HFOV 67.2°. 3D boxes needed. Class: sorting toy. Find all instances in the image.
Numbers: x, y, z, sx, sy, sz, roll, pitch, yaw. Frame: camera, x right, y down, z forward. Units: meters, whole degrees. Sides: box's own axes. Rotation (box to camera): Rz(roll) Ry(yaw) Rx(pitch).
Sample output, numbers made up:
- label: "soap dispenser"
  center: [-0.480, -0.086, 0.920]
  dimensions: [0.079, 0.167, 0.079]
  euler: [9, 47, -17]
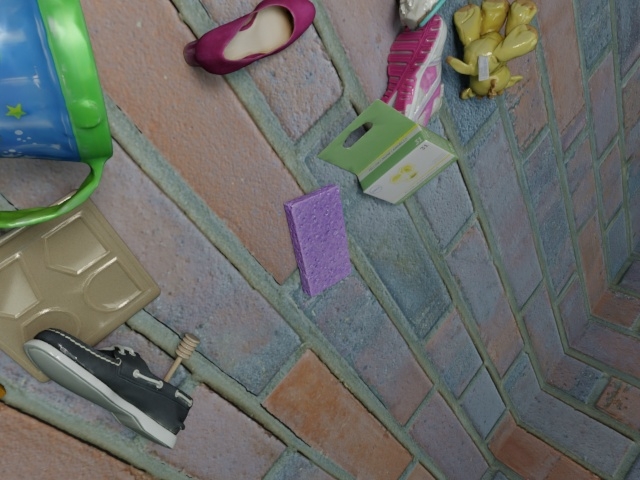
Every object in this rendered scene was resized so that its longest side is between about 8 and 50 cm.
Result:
- label: "sorting toy"
  center: [-0.404, 0.096, 0.670]
  dimensions: [0.307, 0.041, 0.229]
  euler: [-40, 133, -21]

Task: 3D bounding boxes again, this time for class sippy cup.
- label: "sippy cup"
  center: [-0.355, -0.179, 0.487]
  dimensions: [0.224, 0.240, 0.306]
  euler: [-16, 79, -23]

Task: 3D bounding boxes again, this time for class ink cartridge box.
- label: "ink cartridge box"
  center: [0.135, -0.161, 0.942]
  dimensions: [0.235, 0.056, 0.171]
  euler: [13, 139, -44]

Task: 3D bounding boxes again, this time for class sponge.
- label: "sponge"
  center: [0.000, 0.000, 0.970]
  dimensions: [0.117, 0.031, 0.210]
  euler: [-28, 123, -29]

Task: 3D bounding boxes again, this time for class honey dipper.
- label: "honey dipper"
  center: [-0.267, 0.237, 0.845]
  dimensions: [0.030, 0.030, 0.161]
  euler: [35, 87, -42]

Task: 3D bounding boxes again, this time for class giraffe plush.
- label: "giraffe plush"
  center: [0.375, -0.394, 1.056]
  dimensions: [0.170, 0.181, 0.210]
  euler: [39, 69, -63]

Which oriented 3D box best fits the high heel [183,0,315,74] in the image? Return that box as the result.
- label: "high heel"
  center: [-0.080, -0.312, 0.719]
  dimensions: [0.244, 0.117, 0.082]
  euler: [-29, 123, -28]

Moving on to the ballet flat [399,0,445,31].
- label: "ballet flat"
  center: [0.238, -0.570, 0.899]
  dimensions: [0.409, 0.147, 0.147]
  euler: [-54, 132, -13]

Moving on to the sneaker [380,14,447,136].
- label: "sneaker"
  center: [0.194, -0.316, 0.968]
  dimensions: [0.111, 0.103, 0.252]
  euler: [3, 113, -42]

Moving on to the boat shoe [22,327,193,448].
- label: "boat shoe"
  center: [-0.307, 0.211, 0.733]
  dimensions: [0.091, 0.114, 0.303]
  euler: [-65, 144, -35]
